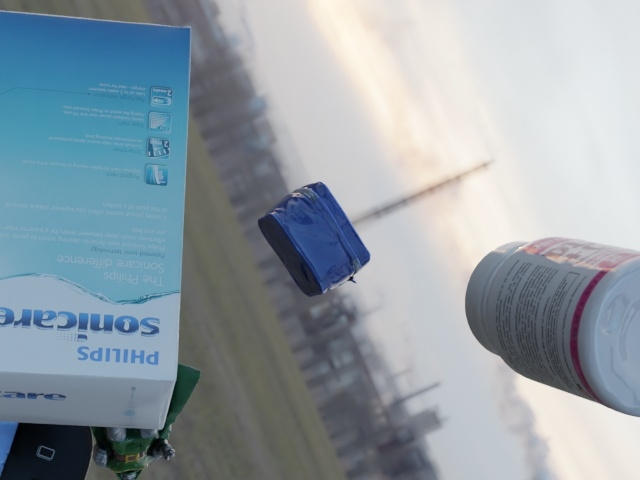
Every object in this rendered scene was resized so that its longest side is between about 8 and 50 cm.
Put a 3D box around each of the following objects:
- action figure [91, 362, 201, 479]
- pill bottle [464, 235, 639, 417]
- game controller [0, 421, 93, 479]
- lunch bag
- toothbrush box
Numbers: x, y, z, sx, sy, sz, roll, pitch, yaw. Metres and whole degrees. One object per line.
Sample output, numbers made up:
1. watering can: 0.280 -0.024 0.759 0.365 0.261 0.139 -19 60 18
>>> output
1. action figure: -0.196 0.202 1.653 0.232 0.137 0.063 105 -21 -62
2. pill bottle: 0.271 0.080 1.649 0.160 0.160 0.283 66 -18 -15
3. game controller: -0.358 0.174 1.363 0.319 0.166 0.067 22 -9 -16
4. lunch bag: 0.000 0.000 1.400 0.098 0.065 0.067 57 -18 -7
5. toothbrush box: -0.213 -0.017 1.212 0.126 0.216 0.296 112 -21 -64
